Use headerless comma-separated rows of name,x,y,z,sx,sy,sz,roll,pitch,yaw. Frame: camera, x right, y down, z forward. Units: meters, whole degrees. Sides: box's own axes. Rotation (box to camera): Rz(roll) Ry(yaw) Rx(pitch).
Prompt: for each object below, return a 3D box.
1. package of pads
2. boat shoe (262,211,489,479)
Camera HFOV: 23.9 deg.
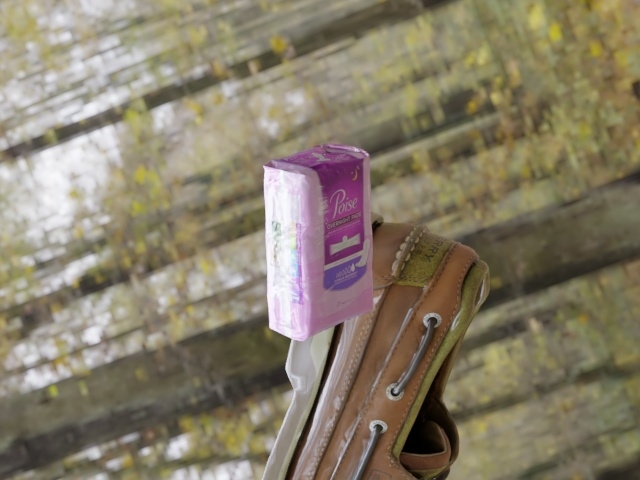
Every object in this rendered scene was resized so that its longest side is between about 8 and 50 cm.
package of pads,0.000,0.000,0.698,0.050,0.032,0.083,-22,-63,-47
boat shoe,0.029,0.131,0.938,0.111,0.104,0.307,-54,-23,-55
